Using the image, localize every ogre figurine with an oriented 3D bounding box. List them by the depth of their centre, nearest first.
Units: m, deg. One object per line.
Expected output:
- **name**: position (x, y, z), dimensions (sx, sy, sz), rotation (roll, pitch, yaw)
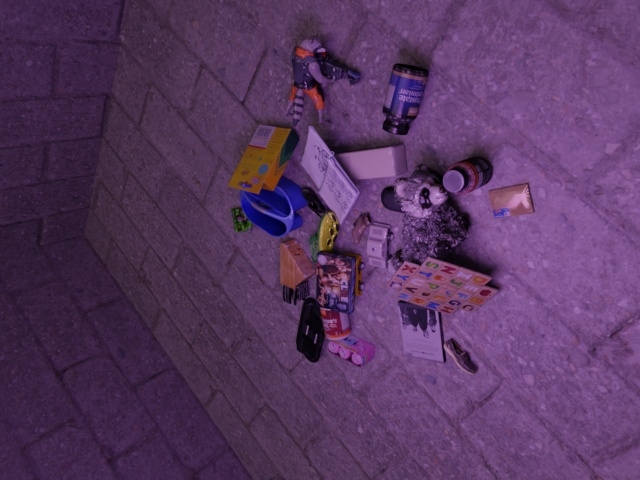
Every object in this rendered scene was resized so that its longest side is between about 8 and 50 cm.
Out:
- **ogre figurine**: position (-0.390, -0.102, 2.344), dimensions (0.196, 0.096, 0.118), rotation (4, 96, 28)

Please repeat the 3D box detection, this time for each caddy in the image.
- **caddy**: position (-0.223, -0.165, 2.118), dimensions (0.341, 0.179, 0.242), rotation (32, 125, 28)

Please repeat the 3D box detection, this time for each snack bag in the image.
- **snack bag**: position (0.022, -0.255, 1.863), dimensions (0.343, 0.037, 0.323), rotation (57, 164, 10)

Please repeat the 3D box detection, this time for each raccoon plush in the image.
- **raccoon plush**: position (0.298, -0.056, 1.642), dimensions (0.299, 0.216, 0.446), rotation (52, 132, -1)

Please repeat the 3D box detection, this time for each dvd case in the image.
- **dvd case**: position (0.403, 0.363, 1.865), dimensions (0.179, 0.029, 0.239), rotation (1, 107, 40)

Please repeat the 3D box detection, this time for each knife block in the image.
- **knife block**: position (-0.142, 0.161, 2.225), dimensions (0.242, 0.088, 0.276), rotation (-40, 79, 41)

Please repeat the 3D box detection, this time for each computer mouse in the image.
- **computer mouse**: position (0.325, -0.180, 1.716), dimensions (0.261, 0.060, 0.184), rotation (15, 116, 36)

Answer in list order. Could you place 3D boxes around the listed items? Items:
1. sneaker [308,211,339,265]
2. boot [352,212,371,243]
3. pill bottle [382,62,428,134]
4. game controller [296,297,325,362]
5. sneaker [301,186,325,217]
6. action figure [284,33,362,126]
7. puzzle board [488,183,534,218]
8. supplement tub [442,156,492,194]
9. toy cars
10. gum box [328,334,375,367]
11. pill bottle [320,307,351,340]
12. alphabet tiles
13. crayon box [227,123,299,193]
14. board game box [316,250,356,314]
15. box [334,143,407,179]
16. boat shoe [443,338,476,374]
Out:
- **sneaker**: position (0.000, 0.000, 2.015), dimensions (0.123, 0.109, 0.296), rotation (38, 136, 31)
- **boot**: position (0.169, -0.053, 1.878), dimensions (0.087, 0.042, 0.119), rotation (-33, 49, 40)
- **pill bottle**: position (0.283, -0.481, 1.603), dimensions (0.122, 0.122, 0.219), rotation (29, 123, 30)
- **game controller**: position (-0.043, 0.435, 2.248), dimensions (0.166, 0.067, 0.320), rotation (32, 124, 33)
- **sneaker**: position (-0.033, -0.166, 2.007), dimensions (0.051, 0.089, 0.170), rotation (-42, 79, 14)
- **action figure**: position (-0.021, -0.608, 1.791), dimensions (0.341, 0.178, 0.331), rotation (28, 131, 34)
- **puzzle board**: position (0.617, -0.126, 1.516), dimensions (0.128, 0.011, 0.097), rotation (-9, 101, 43)
- **supplement tub**: position (0.465, -0.205, 1.492), dimensions (0.106, 0.197, 0.106), rotation (15, 114, 37)
- **toy cars**: position (0.175, 0.091, 1.925), dimensions (0.176, 0.087, 0.394), rotation (51, 131, 14)
- **gum box**: position (0.135, 0.482, 2.086), dimensions (0.188, 0.107, 0.062), rotation (19, 117, 36)
- **pill bottle**: position (0.062, 0.321, 2.083), dimensions (0.121, 0.121, 0.221), rotation (-1, 105, 41)
- **alphabet tiles**: position (0.417, 0.166, 1.624), dimensions (0.342, 0.011, 0.285), rotation (17, 143, -7)
- **crayon box**: position (-0.247, -0.340, 2.023), dimensions (0.202, 0.081, 0.319), rotation (18, 77, 36)
- **board game box**: position (0.063, 0.174, 1.943), dimensions (0.164, 0.042, 0.244), rotation (9, 110, 25)
- **box**: position (0.185, -0.294, 1.774), dimensions (0.275, 0.094, 0.113), rotation (3, 107, 40)
- **boat shoe**: position (0.530, 0.437, 1.762), dimensions (0.152, 0.056, 0.049), rotation (44, 134, 20)
